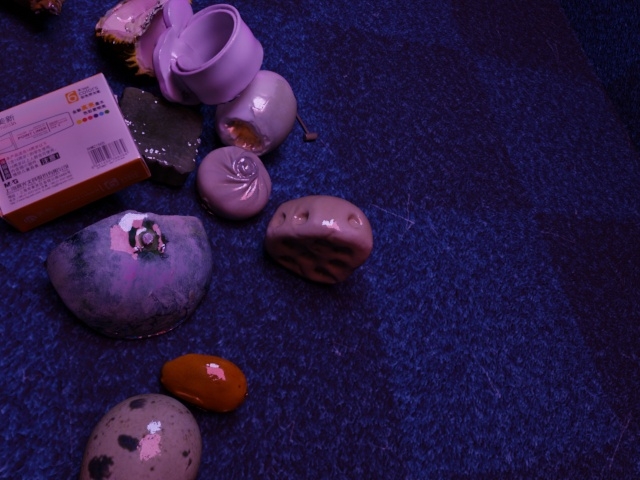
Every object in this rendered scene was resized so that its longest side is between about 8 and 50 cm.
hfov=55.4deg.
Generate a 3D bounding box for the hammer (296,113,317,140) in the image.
[{"bbox_3d":[-0.048,-0.307,1.597,0.035,0.019,0.110,-14,66,-35],"label":"hammer"}]

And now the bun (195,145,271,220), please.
[{"bbox_3d":[-0.185,-0.136,1.348,0.172,0.120,0.173,15,54,-23],"label":"bun"}]

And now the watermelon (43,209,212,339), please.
[{"bbox_3d":[-0.310,0.058,1.117,0.321,0.175,0.188,-19,70,-35],"label":"watermelon"}]

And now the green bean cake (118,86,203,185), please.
[{"bbox_3d":[-0.358,-0.221,1.322,0.184,0.094,0.184,16,54,-20],"label":"green bean cake"}]

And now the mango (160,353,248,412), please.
[{"bbox_3d":[-0.207,0.256,1.094,0.159,0.105,0.084,13,36,-16],"label":"mango"}]

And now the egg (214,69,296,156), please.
[{"bbox_3d":[-0.146,-0.309,1.438,0.183,0.183,0.217,26,50,-12],"label":"egg"}]

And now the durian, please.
[{"bbox_3d":[-0.430,-0.516,1.444,0.195,0.186,0.305,13,57,11],"label":"durian"}]

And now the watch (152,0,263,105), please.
[{"bbox_3d":[-0.231,-0.411,1.333,0.211,0.217,0.249,49,44,-50],"label":"watch"}]

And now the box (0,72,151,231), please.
[{"bbox_3d":[-0.493,-0.170,1.157,0.273,0.091,0.221,-23,72,-11],"label":"box"}]

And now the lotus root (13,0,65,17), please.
[{"bbox_3d":[-0.667,-0.623,1.376,0.169,0.151,0.343,-16,69,-48],"label":"lotus root"}]

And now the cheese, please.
[{"bbox_3d":[0.000,0.000,1.313,0.234,0.218,0.117,6,53,14],"label":"cheese"}]

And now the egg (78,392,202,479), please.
[{"bbox_3d":[-0.284,0.351,0.946,0.177,0.177,0.228,31,61,-7],"label":"egg"}]
